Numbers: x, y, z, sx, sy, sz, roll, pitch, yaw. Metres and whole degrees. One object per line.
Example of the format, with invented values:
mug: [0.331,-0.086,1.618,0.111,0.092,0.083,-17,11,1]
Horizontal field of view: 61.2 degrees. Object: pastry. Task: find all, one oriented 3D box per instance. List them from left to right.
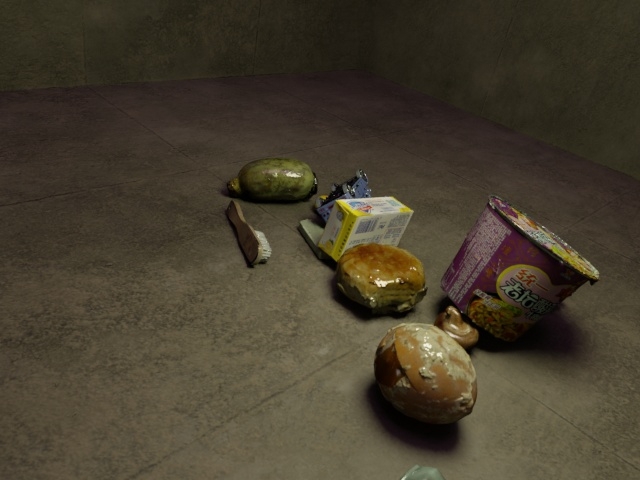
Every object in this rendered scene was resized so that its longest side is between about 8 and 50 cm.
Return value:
pastry: [0.160,0.101,1.474,0.256,0.121,0.236,-6,30,-24]

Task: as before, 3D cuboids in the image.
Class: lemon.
lemon: [0.011,-0.122,1.850,0.065,0.065,0.092,15,28,6]

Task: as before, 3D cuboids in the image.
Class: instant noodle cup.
instant noodle cup: [0.490,0.085,1.392,0.339,0.266,0.340,30,20,-12]

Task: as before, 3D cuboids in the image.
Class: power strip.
power strip: [0.000,0.000,1.673,0.079,0.029,0.227,0,31,-26]

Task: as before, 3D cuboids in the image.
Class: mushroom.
mushroom: [0.337,0.225,1.356,0.109,0.085,0.126,44,37,2]

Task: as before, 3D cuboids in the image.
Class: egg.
egg: [0.218,0.276,1.123,0.194,0.195,0.233,-13,47,-35]

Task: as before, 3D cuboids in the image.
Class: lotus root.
lotus root: [-0.164,-0.204,1.850,0.309,0.173,0.173,-4,33,-12]

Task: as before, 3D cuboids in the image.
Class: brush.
brush: [-0.215,-0.028,1.622,0.065,0.070,0.327,15,23,-33]

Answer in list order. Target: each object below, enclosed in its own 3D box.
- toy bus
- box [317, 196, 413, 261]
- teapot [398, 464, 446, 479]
toy bus: [0.092,-0.132,1.795,0.125,0.133,0.292,-27,11,24]
box: [0.137,-0.036,1.615,0.265,0.169,0.097,-9,40,-42]
teapot: [0.195,0.475,0.826,0.225,0.171,0.203,38,8,27]
